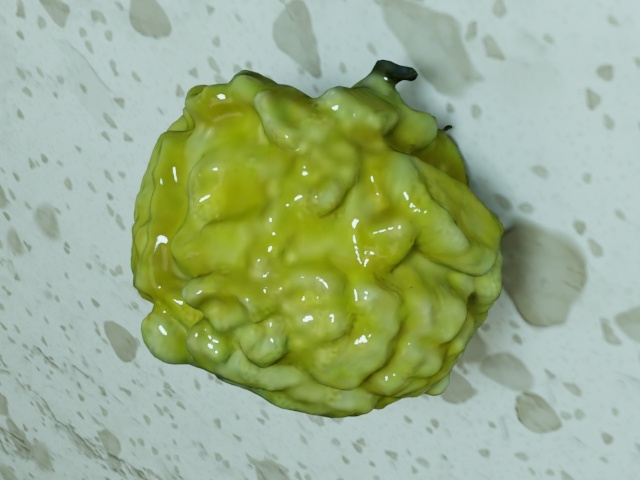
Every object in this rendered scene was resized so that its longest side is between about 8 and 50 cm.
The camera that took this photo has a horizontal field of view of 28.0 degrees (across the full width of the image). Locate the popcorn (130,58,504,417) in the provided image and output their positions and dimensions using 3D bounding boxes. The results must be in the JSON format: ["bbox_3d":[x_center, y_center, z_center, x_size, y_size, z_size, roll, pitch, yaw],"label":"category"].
[{"bbox_3d":[-0.003,-0.008,0.820,0.249,0.249,0.225,16,103,38],"label":"popcorn"}]
